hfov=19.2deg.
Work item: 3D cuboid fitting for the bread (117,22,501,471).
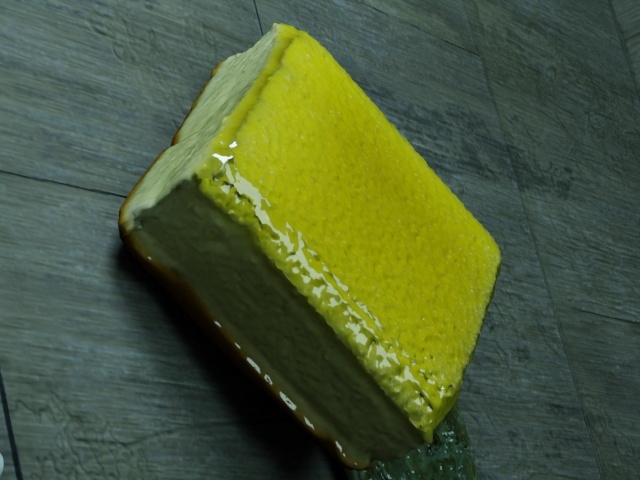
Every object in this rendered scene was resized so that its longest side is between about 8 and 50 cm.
[{"bbox_3d":[0.000,0.000,1.701,0.333,0.143,0.323,49,31,-12],"label":"bread"}]

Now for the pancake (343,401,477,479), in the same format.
[{"bbox_3d":[0.078,0.188,1.827,0.253,0.037,0.253,39,37,-39],"label":"pancake"}]

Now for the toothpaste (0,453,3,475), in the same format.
[{"bbox_3d":[-0.331,0.110,1.214,0.301,0.048,0.075,26,75,-40],"label":"toothpaste"}]
